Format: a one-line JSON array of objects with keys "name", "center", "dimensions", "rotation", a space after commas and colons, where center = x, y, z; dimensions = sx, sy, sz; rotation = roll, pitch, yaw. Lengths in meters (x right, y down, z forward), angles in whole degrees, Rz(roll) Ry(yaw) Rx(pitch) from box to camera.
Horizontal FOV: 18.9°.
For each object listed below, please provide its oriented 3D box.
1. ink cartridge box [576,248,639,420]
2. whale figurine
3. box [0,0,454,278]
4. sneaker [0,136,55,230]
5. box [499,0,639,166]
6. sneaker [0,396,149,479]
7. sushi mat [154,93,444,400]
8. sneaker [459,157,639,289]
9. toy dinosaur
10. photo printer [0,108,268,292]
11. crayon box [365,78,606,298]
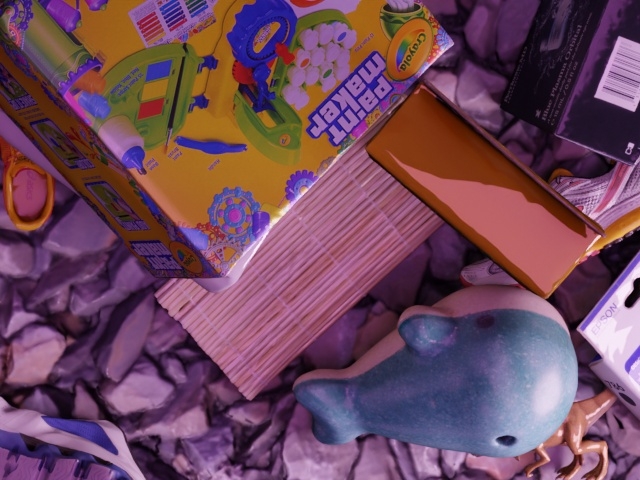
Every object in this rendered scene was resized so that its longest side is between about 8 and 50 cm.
[{"name": "ink cartridge box", "center": [0.395, 0.134, 1.954], "dimensions": [0.165, 0.065, 0.333], "rotation": [-48, 111, -13]}, {"name": "whale figurine", "center": [0.116, 0.151, 1.855], "dimensions": [0.272, 0.141, 0.216], "rotation": [-16, 140, 4]}, {"name": "box", "center": [-0.101, -0.165, 1.599], "dimensions": [0.290, 0.177, 0.279], "rotation": [-45, 106, -18]}, {"name": "sneaker", "center": [-0.266, -0.095, 1.763], "dimensions": [0.064, 0.067, 0.175], "rotation": [-8, 103, -9]}, {"name": "box", "center": [0.259, -0.169, 1.819], "dimensions": [0.093, 0.158, 0.156], "rotation": [19, 98, -17]}, {"name": "sneaker", "center": [-0.283, 0.209, 1.797], "dimensions": [0.315, 0.182, 0.127], "rotation": [27, 93, 7]}, {"name": "sushi mat", "center": [0.000, 0.000, 1.873], "dimensions": [0.316, 0.019, 0.151], "rotation": [-43, 107, -1]}, {"name": "sneaker", "center": [0.234, -0.017, 1.900], "dimensions": [0.225, 0.088, 0.093], "rotation": [-30, 86, -4]}, {"name": "toy dinosaur", "center": [0.258, 0.186, 1.953], "dimensions": [0.211, 0.064, 0.112], "rotation": [-26, 106, -6]}, {"name": "photo printer", "center": [-0.143, -0.140, 1.736], "dimensions": [0.307, 0.107, 0.256], "rotation": [37, 76, -18]}, {"name": "crayon box", "center": [0.139, -0.045, 1.693], "dimensions": [0.202, 0.318, 0.081], "rotation": [41, 92, 2]}]
